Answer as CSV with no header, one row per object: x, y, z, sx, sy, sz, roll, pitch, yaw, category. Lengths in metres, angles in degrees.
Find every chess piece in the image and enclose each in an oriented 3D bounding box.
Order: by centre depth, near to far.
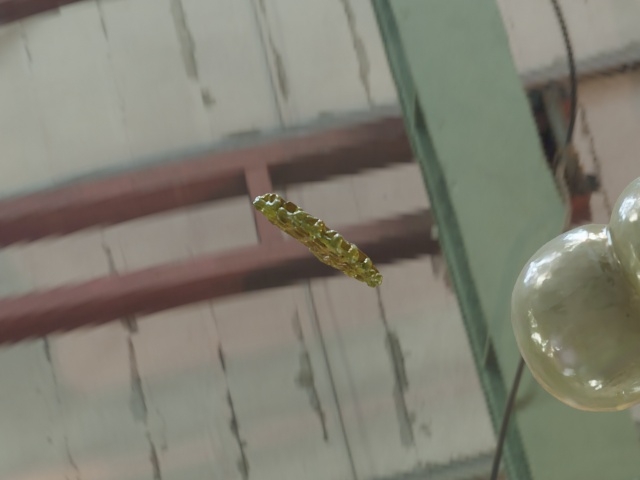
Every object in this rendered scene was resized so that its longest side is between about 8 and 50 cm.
0.256,-0.001,1.244,0.299,0.167,0.167,-32,-112,19,chess piece

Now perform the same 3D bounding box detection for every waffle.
0.002,0.001,1.169,0.078,0.085,0.016,29,-97,50,waffle
